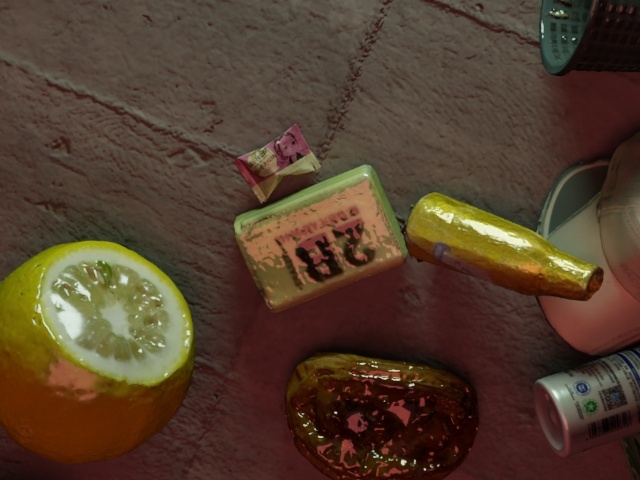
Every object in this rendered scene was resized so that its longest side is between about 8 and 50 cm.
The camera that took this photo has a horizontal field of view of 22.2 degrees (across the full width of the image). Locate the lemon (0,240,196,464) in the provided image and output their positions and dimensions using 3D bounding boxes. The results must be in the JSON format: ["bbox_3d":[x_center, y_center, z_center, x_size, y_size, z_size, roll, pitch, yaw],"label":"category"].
[{"bbox_3d":[-0.268,0.136,1.801,0.240,0.240,0.219,34,131,-7],"label":"lemon"}]

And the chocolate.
[{"bbox_3d":[0.199,0.012,1.760,0.219,0.085,0.086,18,110,29],"label":"chocolate"}]

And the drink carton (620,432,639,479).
[{"bbox_3d":[0.428,0.249,1.843,0.142,0.144,0.146,-21,105,0],"label":"drink carton"}]

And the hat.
[{"bbox_3d":[0.357,0.010,1.760,0.275,0.161,0.232,-40,97,17],"label":"hat"}]

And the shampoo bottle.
[{"bbox_3d":[0.389,0.151,1.802,0.303,0.092,0.092,-17,106,-13],"label":"shampoo bottle"}]

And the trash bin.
[{"bbox_3d":[0.328,-0.245,1.687,0.161,0.175,0.175,8,108,-12],"label":"trash bin"}]

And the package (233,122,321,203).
[{"bbox_3d":[-0.047,-0.086,1.819,0.083,0.029,0.059,-31,95,1],"label":"package"}]

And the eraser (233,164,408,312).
[{"bbox_3d":[0.000,0.000,1.827,0.172,0.058,0.117,-21,104,10],"label":"eraser"}]

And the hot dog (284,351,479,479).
[{"bbox_3d":[0.071,0.204,1.867,0.226,0.099,0.160,3,108,0],"label":"hot dog"}]
